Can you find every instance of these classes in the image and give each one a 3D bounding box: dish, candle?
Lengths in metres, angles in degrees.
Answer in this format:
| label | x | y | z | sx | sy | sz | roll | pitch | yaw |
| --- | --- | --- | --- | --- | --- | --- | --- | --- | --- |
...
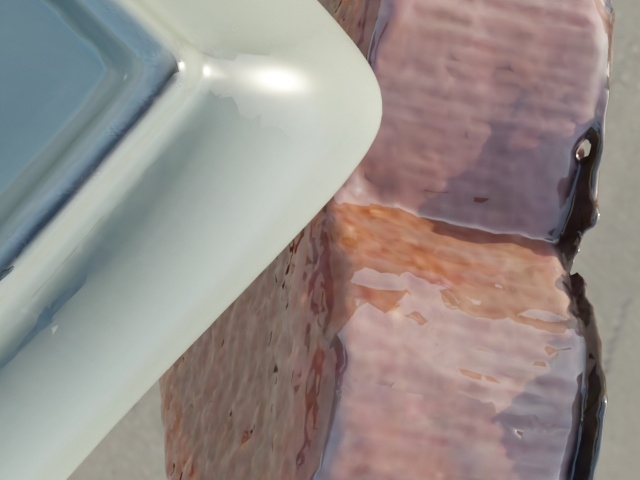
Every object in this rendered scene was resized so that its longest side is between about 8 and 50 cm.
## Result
| label | x | y | z | sx | sy | sz | roll | pitch | yaw |
| --- | --- | --- | --- | --- | --- | --- | --- | --- | --- |
| dish | -0.104 | -0.007 | 0.408 | 0.212 | 0.151 | 0.077 | -47 | 177 | -1 |
| candle | 0.000 | 0.000 | 0.767 | 0.131 | 0.287 | 0.317 | 12 | 80 | -17 |
